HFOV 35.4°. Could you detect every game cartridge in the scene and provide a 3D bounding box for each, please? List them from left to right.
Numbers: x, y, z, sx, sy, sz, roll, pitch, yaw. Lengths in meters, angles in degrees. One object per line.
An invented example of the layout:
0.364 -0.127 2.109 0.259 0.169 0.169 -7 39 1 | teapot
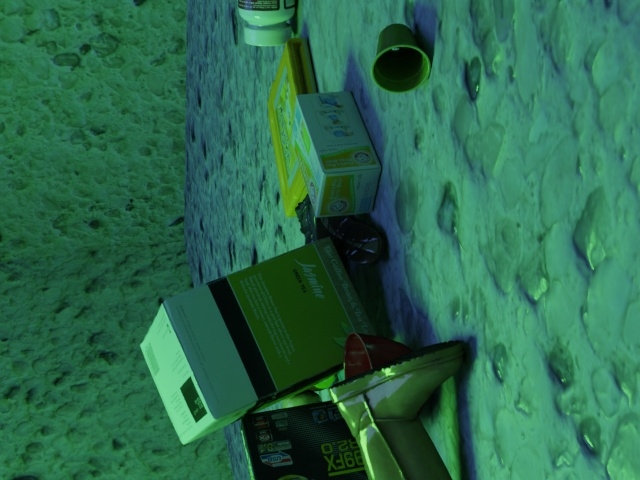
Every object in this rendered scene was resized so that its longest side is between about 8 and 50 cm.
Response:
-0.057 -0.231 2.142 0.323 0.053 0.285 124 137 -68 | game cartridge

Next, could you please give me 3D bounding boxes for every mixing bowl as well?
0.108 0.229 1.589 0.181 0.098 0.181 174 90 -77 | mixing bowl

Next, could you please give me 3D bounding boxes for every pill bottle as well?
-0.113 -0.524 2.086 0.121 0.121 0.221 -124 31 -62 | pill bottle

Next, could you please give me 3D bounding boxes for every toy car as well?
-0.023 0.334 2.106 0.155 0.149 0.188 -114 9 -77 | toy car

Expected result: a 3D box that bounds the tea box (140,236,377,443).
-0.118 0.186 1.794 0.220 0.324 0.329 65 157 10 | tea box

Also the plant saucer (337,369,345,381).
0.049 0.226 1.986 0.119 0.021 0.119 173 90 -77 | plant saucer

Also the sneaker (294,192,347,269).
0.000 0.000 1.955 0.130 0.087 0.227 -117 26 -64 | sneaker

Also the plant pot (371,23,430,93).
0.110 -0.265 1.419 0.083 0.083 0.079 98 172 -45 | plant pot

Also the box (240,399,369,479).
0.018 0.372 1.660 0.060 0.270 0.216 96 162 -48 | box

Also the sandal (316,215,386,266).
0.059 -0.011 1.762 0.219 0.060 0.090 33 99 54 | sandal

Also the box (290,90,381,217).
0.023 -0.151 1.744 0.114 0.103 0.203 99 160 -46 | box

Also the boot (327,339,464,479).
0.154 0.296 1.428 0.236 0.089 0.269 -27 86 35 | boot
